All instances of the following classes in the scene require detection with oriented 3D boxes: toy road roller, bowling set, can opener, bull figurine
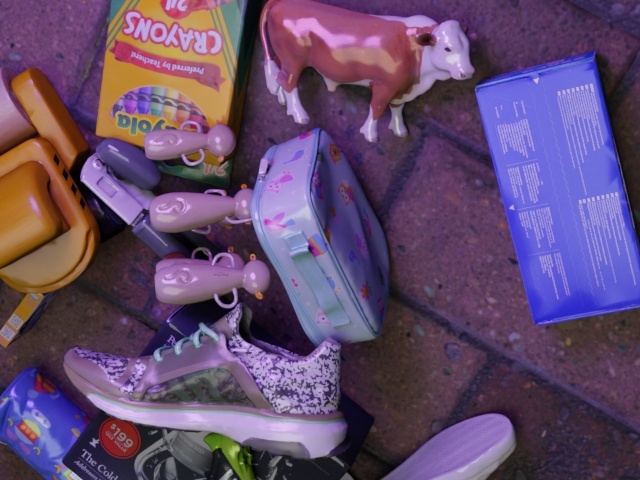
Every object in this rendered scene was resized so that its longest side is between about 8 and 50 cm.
[{"bbox_3d":[-0.450,-0.080,1.703,0.203,0.240,0.329,-29,95,8],"label":"toy road roller"},{"bbox_3d":[-0.159,-0.012,1.644,0.154,0.200,0.287,-5,67,-6],"label":"bowling set"},{"bbox_3d":[-0.231,-0.035,1.726,0.283,0.076,0.095,43,138,-11],"label":"can opener"},{"bbox_3d":[0.060,-0.240,1.606,0.310,0.101,0.188,18,116,15],"label":"bull figurine"}]

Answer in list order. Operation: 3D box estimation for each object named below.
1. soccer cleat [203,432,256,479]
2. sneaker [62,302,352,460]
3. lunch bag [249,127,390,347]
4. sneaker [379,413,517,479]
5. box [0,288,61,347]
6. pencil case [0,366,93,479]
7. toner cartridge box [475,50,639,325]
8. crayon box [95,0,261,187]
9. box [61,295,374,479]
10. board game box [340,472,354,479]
[{"bbox_3d":[-0.125,0.355,1.667,0.072,0.060,0.178,-4,98,26],"label":"soccer cleat"},{"bbox_3d":[-0.146,0.166,1.587,0.411,0.158,0.182,10,94,9],"label":"sneaker"},{"bbox_3d":[0.000,0.000,1.601,0.108,0.224,0.279,-16,122,21],"label":"lunch bag"},{"bbox_3d":[0.203,0.393,1.764,0.293,0.108,0.169,-36,112,14],"label":"sneaker"},{"bbox_3d":[-0.457,0.105,1.859,0.028,0.081,0.136,43,112,0],"label":"box"},{"bbox_3d":[-0.411,0.346,1.894,0.306,0.119,0.133,43,84,0],"label":"pencil case"},{"bbox_3d":[0.334,-0.068,1.596,0.165,0.075,0.347,-12,103,17],"label":"toner cartridge box"},{"bbox_3d":[-0.208,-0.239,1.692,0.202,0.081,0.318,14,109,11],"label":"crayon box"},{"bbox_3d":[-0.155,0.304,1.783,0.343,0.179,0.312,38,110,2],"label":"box"},{"bbox_3d":[0.027,0.445,1.791,0.103,0.154,0.026,46,142,-1],"label":"board game box"}]
